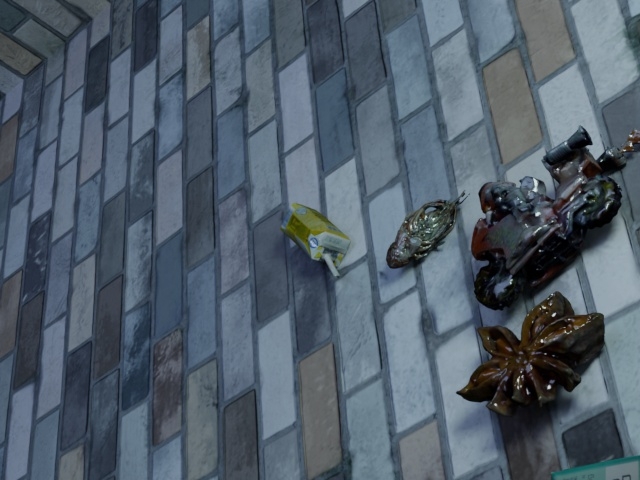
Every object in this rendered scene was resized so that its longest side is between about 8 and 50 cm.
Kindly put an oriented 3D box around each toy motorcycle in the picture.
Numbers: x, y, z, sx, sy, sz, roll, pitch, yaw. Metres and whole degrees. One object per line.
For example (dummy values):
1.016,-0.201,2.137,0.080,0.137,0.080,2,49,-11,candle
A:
0.375,-0.073,2.077,0.401,0.134,0.207,-43,44,20,toy motorcycle

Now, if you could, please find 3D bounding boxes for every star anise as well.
0.317,0.176,1.985,0.214,0.099,0.220,-53,28,-19,star anise

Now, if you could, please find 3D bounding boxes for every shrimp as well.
0.186,-0.021,2.311,0.190,0.075,0.073,-38,6,8,shrimp

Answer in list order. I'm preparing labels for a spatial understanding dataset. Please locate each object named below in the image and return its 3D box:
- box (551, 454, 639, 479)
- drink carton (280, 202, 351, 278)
0.380,0.415,1.723,0.153,0.092,0.245,-20,50,39,box
0.000,0.000,2.498,0.074,0.084,0.200,-62,35,9,drink carton
